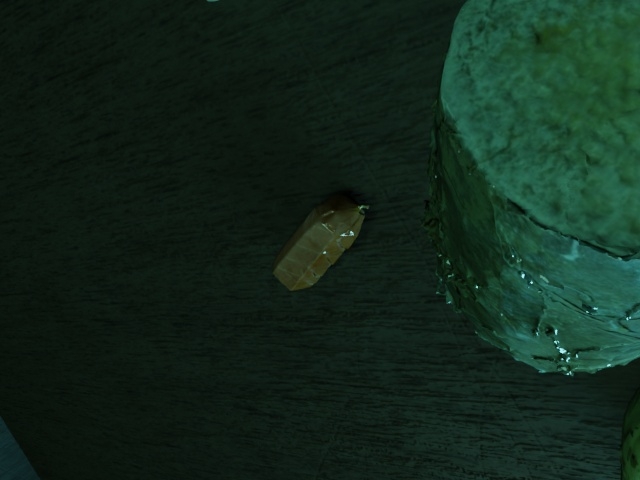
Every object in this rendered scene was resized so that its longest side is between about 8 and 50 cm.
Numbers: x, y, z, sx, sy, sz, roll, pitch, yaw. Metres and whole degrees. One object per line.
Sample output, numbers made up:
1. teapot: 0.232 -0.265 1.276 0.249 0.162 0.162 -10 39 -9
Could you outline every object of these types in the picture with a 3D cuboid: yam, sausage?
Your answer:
1. yam: 0.195 -0.035 0.547 0.241 0.241 0.348 36 164 17
2. sausage: -0.001 0.000 0.943 0.065 0.065 0.169 47 142 5

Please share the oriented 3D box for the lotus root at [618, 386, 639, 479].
1. lotus root: 0.358 0.252 0.733 0.173 0.173 0.309 12 126 37
